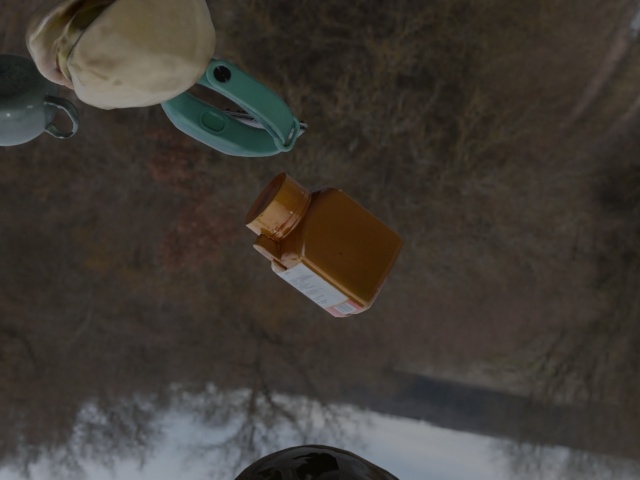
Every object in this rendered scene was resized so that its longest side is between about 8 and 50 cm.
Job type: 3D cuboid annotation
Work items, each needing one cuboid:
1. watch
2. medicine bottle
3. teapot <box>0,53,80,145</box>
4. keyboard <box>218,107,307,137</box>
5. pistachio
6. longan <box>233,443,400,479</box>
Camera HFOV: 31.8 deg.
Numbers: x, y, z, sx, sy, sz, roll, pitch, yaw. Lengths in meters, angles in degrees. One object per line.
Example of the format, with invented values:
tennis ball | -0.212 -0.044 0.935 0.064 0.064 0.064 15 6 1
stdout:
watch | -0.150 -0.213 1.816 0.237 0.068 0.195 30 154 -14
medicine bottle | 0.000 0.000 1.737 0.222 0.149 0.112 37 154 -16
teapot | -0.589 -0.258 2.117 0.294 0.193 0.129 16 141 9
keyboard | -0.145 -0.245 2.323 0.230 0.025 0.093 8 166 -17
pistachio | -0.255 -0.269 1.473 0.193 0.214 0.318 36 -160 8
longan | 0.004 0.433 1.442 0.361 0.361 0.361 10 171 2
